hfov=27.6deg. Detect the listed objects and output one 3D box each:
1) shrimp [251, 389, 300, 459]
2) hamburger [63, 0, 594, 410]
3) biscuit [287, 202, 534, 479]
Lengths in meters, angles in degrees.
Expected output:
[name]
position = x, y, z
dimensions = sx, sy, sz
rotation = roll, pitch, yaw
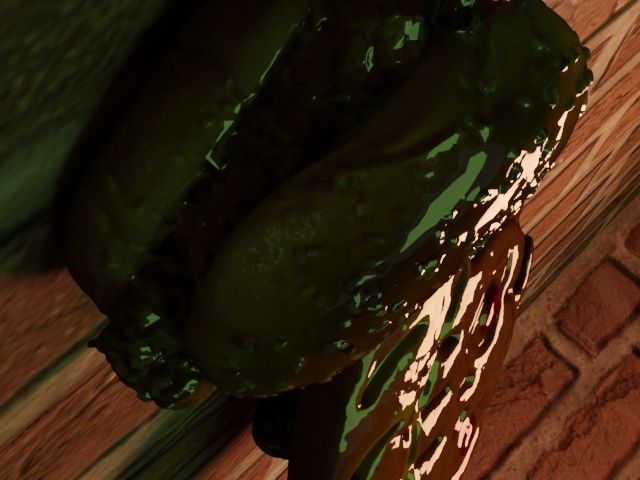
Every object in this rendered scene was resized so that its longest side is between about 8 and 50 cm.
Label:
[shrimp]
position = 0.026, 0.099, 1.076
dimensions = 0.233, 0.079, 0.090
rotation = -42, 129, -37
[hamburger]
position = 0.004, -0.020, 0.511
dimensions = 0.215, 0.122, 0.189
rotation = -49, 170, 14
[biscuit]
position = 0.091, 0.107, 1.040
dimensions = 0.350, 0.070, 0.394
rotation = -46, 149, -37
